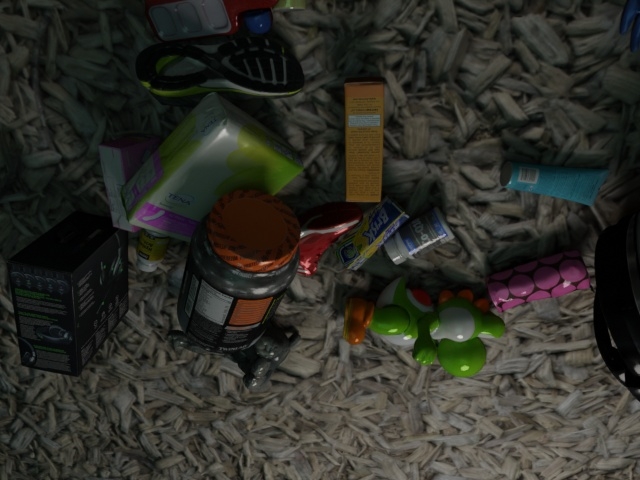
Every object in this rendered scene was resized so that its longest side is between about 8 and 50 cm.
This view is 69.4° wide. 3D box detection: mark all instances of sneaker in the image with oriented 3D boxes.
[{"bbox_3d":[-0.180,-0.304,0.867,0.300,0.121,0.111,-2,83,-12],"label":"sneaker"},{"bbox_3d":[0.000,0.000,1.028,0.221,0.087,0.128,-14,130,13],"label":"sneaker"}]

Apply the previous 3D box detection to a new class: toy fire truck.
[{"bbox_3d":[-0.183,-0.461,0.748,0.302,0.169,0.254,1,138,18],"label":"toy fire truck"}]

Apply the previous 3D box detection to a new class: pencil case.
[{"bbox_3d":[0.476,0.096,1.018,0.209,0.095,0.098,-17,141,15],"label":"pencil case"}]

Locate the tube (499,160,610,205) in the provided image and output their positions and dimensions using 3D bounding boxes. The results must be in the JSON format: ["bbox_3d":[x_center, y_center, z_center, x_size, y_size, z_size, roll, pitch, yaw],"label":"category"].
[{"bbox_3d":[0.472,-0.120,0.932,0.207,0.052,0.080,8,122,-5],"label":"tube"}]

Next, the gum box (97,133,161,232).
[{"bbox_3d":[-0.383,-0.117,0.963,0.062,0.107,0.188,14,119,23],"label":"gum box"}]

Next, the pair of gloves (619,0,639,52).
[{"bbox_3d":[0.621,-0.410,0.784,0.198,0.023,0.159,-4,116,8],"label":"pair of gloves"}]

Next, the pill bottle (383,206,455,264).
[{"bbox_3d":[0.209,-0.007,0.991,0.137,0.078,0.078,-31,110,18],"label":"pill bottle"}]

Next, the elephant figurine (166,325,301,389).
[{"bbox_3d":[-0.205,0.234,1.116,0.239,0.186,0.169,29,81,18],"label":"elephant figurine"}]

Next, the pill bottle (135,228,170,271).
[{"bbox_3d":[-0.385,0.013,1.060,0.065,0.065,0.116,23,117,-7],"label":"pill bottle"}]

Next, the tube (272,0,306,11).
[{"bbox_3d":[-0.057,-0.518,0.773,0.070,0.062,0.240,-15,116,-27],"label":"tube"}]

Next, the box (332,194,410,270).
[{"bbox_3d":[0.108,-0.014,0.975,0.169,0.059,0.054,-47,68,12],"label":"box"}]

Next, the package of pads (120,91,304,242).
[{"bbox_3d":[-0.215,-0.121,0.900,0.296,0.101,0.229,-39,146,20],"label":"package of pads"}]

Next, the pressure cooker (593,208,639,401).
[{"bbox_3d":[0.687,0.099,0.789,0.420,0.370,0.375,-27,78,51],"label":"pressure cooker"}]

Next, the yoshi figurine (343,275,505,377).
[{"bbox_3d":[0.233,0.226,1.057,0.362,0.203,0.203,4,133,0],"label":"yoshi figurine"}]

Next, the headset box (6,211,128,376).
[{"bbox_3d":[-0.536,0.101,1.016,0.131,0.246,0.283,11,118,-1],"label":"headset box"}]

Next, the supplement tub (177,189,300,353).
[{"bbox_3d":[-0.166,0.069,0.923,0.207,0.207,0.338,23,137,-7],"label":"supplement tub"}]

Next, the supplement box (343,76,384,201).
[{"bbox_3d":[0.084,-0.195,0.908,0.080,0.078,0.233,-1,116,6],"label":"supplement box"}]
